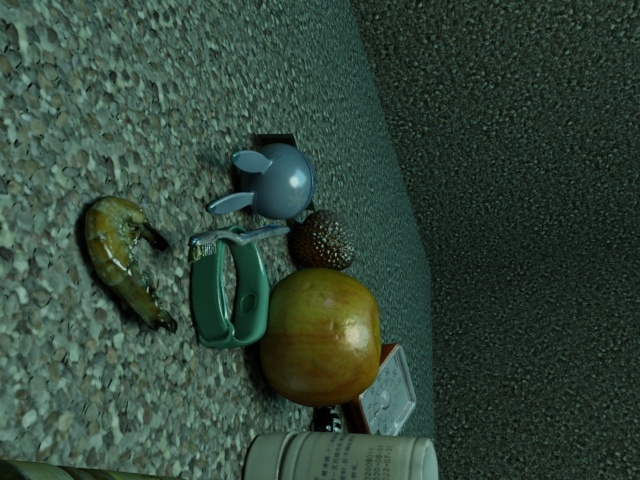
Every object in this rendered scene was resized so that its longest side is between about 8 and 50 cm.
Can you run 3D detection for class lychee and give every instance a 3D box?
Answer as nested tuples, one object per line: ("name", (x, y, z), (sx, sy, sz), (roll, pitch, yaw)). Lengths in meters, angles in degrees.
("lychee", (0.000, 0.000, 1.404), (0.165, 0.197, 0.165), (-57, 173, -11))

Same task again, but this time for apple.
("apple", (0.005, 0.197, 1.141), (0.286, 0.233, 0.286), (1, 90, -81))

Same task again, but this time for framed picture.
("framed picture", (-0.076, -0.156, 1.277), (0.011, 0.142, 0.183), (-31, 116, -33))

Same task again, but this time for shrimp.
("shrimp", (-0.249, 0.031, 0.788), (0.150, 0.051, 0.217), (-84, 154, -57))

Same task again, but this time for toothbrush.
("toothbrush", (-0.129, -0.008, 1.014), (0.413, 0.035, 0.042), (-19, 115, -72))

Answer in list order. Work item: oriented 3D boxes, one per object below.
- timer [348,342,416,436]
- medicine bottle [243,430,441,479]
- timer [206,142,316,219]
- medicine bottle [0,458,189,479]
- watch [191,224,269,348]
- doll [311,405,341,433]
("timer", (0.163, 0.472, 1.664), (0.250, 0.161, 0.257), (-57, 136, -53))
("medicine bottle", (0.039, 0.449, 1.021), (0.190, 0.332, 0.189), (-4, 90, -70))
("timer", (-0.124, -0.126, 1.132), (0.255, 0.175, 0.175), (8, 72, -41))
("medicine bottle", (-0.219, 0.314, 0.569), (0.322, 0.151, 0.151), (50, 35, -57))
("watch", (-0.156, 0.089, 1.006), (0.195, 0.068, 0.237), (57, 29, -50))
("doll", (0.016, 0.419, 1.379), (0.091, 0.067, 0.219), (48, 32, -54))
